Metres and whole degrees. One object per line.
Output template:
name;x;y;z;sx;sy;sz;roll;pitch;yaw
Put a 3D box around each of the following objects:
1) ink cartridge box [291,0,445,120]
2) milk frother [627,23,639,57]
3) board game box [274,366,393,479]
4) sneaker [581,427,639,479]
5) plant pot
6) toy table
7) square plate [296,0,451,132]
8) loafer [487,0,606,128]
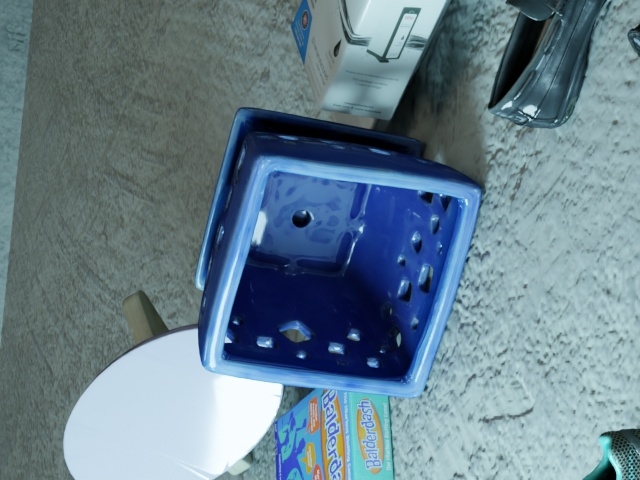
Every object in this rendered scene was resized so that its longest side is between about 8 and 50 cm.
ink cartridge box;0.054;-0.247;1.939;0.148;0.086;0.203;-107;32;-46
milk frother;0.312;-0.150;1.414;0.135;0.129;0.143;-47;-8;-2
board game box;0.012;0.238;2.064;0.210;0.047;0.160;135;137;-55
sneaker;0.226;0.213;1.515;0.065;0.076;0.166;-127;49;-61
plant pot;0.000;0.000;1.940;0.212;0.236;0.236;-119;41;-64
toy table;-0.159;0.183;2.255;0.161;0.274;0.252;-68;-42;-77
square plate;0.074;-0.310;2.090;0.344;0.049;0.347;-105;32;-45
loafer;0.203;-0.207;1.703;0.076;0.078;0.223;-137;57;-63
